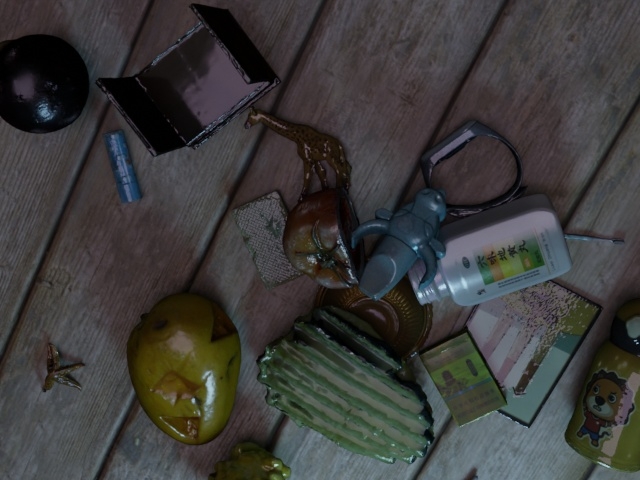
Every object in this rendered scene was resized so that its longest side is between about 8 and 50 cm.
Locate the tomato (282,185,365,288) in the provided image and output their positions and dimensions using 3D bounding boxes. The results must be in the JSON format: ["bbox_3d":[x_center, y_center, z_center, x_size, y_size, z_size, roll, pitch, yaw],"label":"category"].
[{"bbox_3d":[0.000,0.000,1.785,0.155,0.181,0.214,-8,125,19],"label":"tomato"}]

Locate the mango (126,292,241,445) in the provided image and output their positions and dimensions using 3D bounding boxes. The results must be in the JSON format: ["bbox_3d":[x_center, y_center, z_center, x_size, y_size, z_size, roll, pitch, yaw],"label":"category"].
[{"bbox_3d":[-0.296,0.292,1.903,0.252,0.182,0.365,-6,113,5],"label":"mango"}]

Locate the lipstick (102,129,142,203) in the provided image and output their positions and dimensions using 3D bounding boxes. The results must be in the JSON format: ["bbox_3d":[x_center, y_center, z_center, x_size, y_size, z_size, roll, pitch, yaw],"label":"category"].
[{"bbox_3d":[-0.437,-0.163,1.876,0.048,0.048,0.158,-12,100,9],"label":"lipstick"}]

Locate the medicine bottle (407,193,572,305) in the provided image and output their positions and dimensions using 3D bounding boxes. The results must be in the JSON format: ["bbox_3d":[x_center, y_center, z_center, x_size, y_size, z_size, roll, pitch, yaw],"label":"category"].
[{"bbox_3d":[0.344,0.033,1.775,0.324,0.124,0.179,-19,120,12],"label":"medicine bottle"}]

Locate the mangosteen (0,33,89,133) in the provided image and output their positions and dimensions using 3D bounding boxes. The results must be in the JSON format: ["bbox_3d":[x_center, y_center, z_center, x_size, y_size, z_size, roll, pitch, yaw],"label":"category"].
[{"bbox_3d":[-0.612,-0.333,1.797,0.249,0.211,0.212,15,106,35],"label":"mangosteen"}]

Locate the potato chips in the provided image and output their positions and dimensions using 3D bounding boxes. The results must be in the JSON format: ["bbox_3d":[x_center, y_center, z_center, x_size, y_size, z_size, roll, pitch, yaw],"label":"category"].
[{"bbox_3d":[0.066,0.333,1.863,0.429,0.070,0.358,31,128,2],"label":"potato chips"}]

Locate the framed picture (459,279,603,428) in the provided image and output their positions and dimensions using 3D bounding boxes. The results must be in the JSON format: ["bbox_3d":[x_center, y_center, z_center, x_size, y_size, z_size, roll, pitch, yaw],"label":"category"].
[{"bbox_3d":[0.433,0.228,1.877,0.244,0.013,0.324,27,103,1],"label":"framed picture"}]

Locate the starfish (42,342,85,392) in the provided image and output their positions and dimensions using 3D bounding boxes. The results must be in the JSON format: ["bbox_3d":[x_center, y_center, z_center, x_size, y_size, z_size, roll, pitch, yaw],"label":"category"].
[{"bbox_3d":[-0.623,0.321,2.008,0.133,0.041,0.130,40,105,-3],"label":"starfish"}]

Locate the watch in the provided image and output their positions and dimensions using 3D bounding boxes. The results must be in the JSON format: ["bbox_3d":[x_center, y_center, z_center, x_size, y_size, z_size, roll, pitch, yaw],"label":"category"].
[{"bbox_3d":[0.316,-0.136,1.784,0.206,0.068,0.193,-37,95,11],"label":"watch"}]

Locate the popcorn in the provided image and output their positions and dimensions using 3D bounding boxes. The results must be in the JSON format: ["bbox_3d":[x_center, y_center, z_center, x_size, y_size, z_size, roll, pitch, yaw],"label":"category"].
[{"bbox_3d":[-0.172,0.568,1.937,0.181,0.217,0.235,31,94,-14],"label":"popcorn"}]

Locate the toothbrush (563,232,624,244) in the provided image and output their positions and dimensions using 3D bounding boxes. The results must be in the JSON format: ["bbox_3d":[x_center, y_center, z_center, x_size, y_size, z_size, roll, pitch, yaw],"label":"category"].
[{"bbox_3d":[0.561,-0.005,1.809,0.167,0.014,0.011,6,112,5],"label":"toothbrush"}]

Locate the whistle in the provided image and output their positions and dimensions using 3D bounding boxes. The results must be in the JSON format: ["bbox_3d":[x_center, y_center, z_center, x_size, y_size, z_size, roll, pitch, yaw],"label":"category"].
[{"bbox_3d":[0.171,0.001,1.718,0.186,0.093,0.274,32,75,19],"label":"whistle"}]

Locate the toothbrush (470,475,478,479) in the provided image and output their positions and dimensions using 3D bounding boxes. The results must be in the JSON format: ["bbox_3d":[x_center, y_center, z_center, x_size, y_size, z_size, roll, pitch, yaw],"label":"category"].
[{"bbox_3d":[0.275,0.662,1.984,0.029,0.025,0.307,34,104,7],"label":"toothbrush"}]

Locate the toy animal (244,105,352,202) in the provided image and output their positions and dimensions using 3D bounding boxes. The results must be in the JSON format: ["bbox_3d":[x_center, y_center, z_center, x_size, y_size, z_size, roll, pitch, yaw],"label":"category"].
[{"bbox_3d":[-0.039,-0.195,1.819,0.149,0.054,0.276,-34,99,16],"label":"toy animal"}]

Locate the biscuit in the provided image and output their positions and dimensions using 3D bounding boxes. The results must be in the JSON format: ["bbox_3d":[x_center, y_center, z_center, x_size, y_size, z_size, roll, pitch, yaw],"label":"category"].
[{"bbox_3d":[-0.106,0.000,1.877,0.121,0.040,0.200,-23,98,9],"label":"biscuit"}]

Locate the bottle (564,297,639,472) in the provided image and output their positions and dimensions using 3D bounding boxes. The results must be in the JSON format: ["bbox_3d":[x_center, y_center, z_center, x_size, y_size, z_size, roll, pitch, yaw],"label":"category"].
[{"bbox_3d":[0.646,0.291,1.789,0.171,0.171,0.351,15,101,3],"label":"bottle"}]

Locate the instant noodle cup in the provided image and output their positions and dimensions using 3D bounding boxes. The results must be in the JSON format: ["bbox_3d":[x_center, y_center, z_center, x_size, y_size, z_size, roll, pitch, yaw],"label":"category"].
[{"bbox_3d":[0.112,0.173,1.863,0.273,0.091,0.274,1,103,6],"label":"instant noodle cup"}]

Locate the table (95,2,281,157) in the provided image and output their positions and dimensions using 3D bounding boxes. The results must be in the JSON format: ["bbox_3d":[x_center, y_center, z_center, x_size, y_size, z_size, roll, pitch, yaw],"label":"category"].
[{"bbox_3d":[-0.252,-0.317,1.699,0.250,0.282,0.196,-34,96,12],"label":"table"}]

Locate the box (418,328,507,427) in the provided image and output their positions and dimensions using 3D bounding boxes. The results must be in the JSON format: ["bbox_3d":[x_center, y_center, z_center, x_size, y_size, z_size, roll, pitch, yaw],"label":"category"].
[{"bbox_3d":[0.315,0.306,1.887,0.121,0.030,0.193,-28,97,12],"label":"box"}]
